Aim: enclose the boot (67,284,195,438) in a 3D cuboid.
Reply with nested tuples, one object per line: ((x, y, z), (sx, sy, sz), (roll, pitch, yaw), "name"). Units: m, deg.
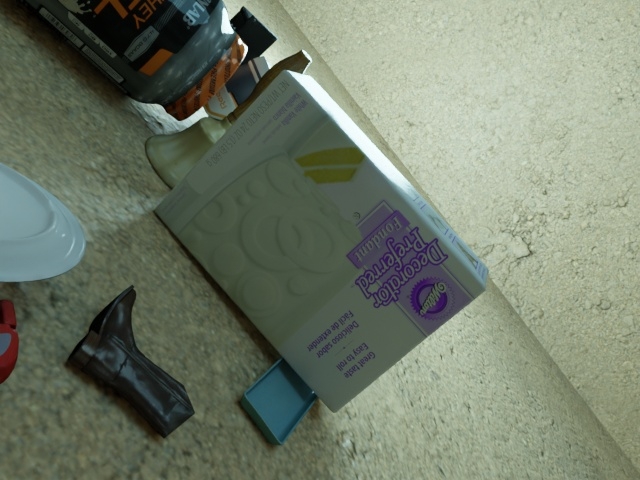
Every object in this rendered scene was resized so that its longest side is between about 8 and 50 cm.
((-0.152, 0.106, 0.560), (0.114, 0.037, 0.106), (42, 33, -16), "boot")

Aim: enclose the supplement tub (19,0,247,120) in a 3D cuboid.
((-0.263, -0.324, 0.862), (0.316, 0.193, 0.193), (41, 21, -27), "supplement tub")

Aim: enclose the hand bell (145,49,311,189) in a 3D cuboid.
((-0.108, -0.169, 0.854), (0.126, 0.242, 0.126), (43, 20, -20), "hand bell")

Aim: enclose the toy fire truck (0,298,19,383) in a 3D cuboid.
((-0.257, 0.079, 0.353), (0.192, 0.047, 0.135), (26, 31, -53), "toy fire truck")

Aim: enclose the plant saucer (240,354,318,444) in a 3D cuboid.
((-0.037, 0.172, 0.738), (0.067, 0.018, 0.192), (52, 18, 3), "plant saucer")

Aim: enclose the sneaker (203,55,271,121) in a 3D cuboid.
((-0.117, -0.187, 1.086), (0.321, 0.127, 0.126), (71, -5, -68), "sneaker")

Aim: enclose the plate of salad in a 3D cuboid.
((-0.279, -0.022, 0.479), (0.200, 0.048, 0.200), (29, 16, -9), "plate of salad")

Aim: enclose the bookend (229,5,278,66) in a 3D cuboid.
((-0.182, -0.406, 1.261), (0.072, 0.157, 0.156), (32, 27, -45), "bookend")

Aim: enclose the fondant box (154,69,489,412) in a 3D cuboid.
((0.000, 0.000, 0.761), (0.330, 0.238, 0.096), (47, 18, 3), "fondant box")
